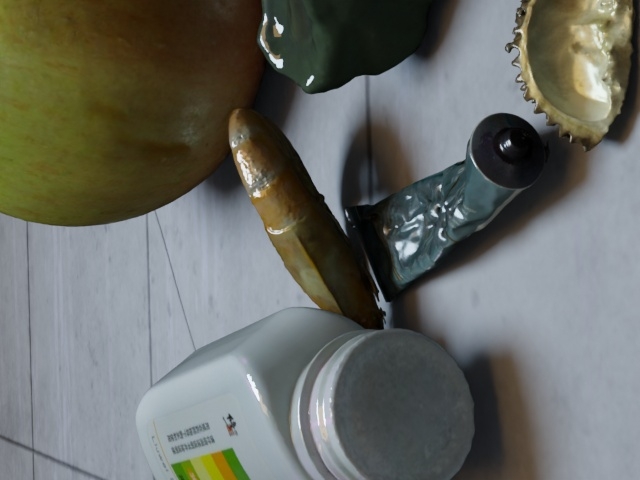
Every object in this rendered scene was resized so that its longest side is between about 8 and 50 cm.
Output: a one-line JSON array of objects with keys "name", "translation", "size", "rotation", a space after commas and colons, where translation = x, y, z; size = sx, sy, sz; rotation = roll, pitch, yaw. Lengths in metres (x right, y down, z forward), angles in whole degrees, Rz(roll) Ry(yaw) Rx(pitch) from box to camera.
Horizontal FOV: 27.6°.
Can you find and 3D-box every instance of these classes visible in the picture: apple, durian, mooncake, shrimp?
[{"name": "apple", "translation": [-0.223, -0.185, 1.180], "size": [0.338, 0.304, 0.339], "rotation": [2, 92, 64]}, {"name": "durian", "translation": [0.145, -0.117, 0.758], "size": [0.066, 0.052, 0.130], "rotation": [7, 97, 59]}, {"name": "mooncake", "translation": [0.004, -0.189, 0.904], "size": [0.168, 0.175, 0.104], "rotation": [-45, 48, 21]}, {"name": "shrimp", "translation": [-0.003, 0.002, 0.992], "size": [0.236, 0.053, 0.133], "rotation": [59, -177, -3]}]

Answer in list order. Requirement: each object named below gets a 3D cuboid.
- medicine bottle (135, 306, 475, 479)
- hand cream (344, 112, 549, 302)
[{"name": "medicine bottle", "translation": [-0.016, 0.147, 0.971], "size": [0.179, 0.124, 0.324], "rotation": [55, 148, -4]}, {"name": "hand cream", "translation": [0.077, -0.024, 0.881], "size": [0.248, 0.052, 0.075], "rotation": [143, 133, -63]}]
